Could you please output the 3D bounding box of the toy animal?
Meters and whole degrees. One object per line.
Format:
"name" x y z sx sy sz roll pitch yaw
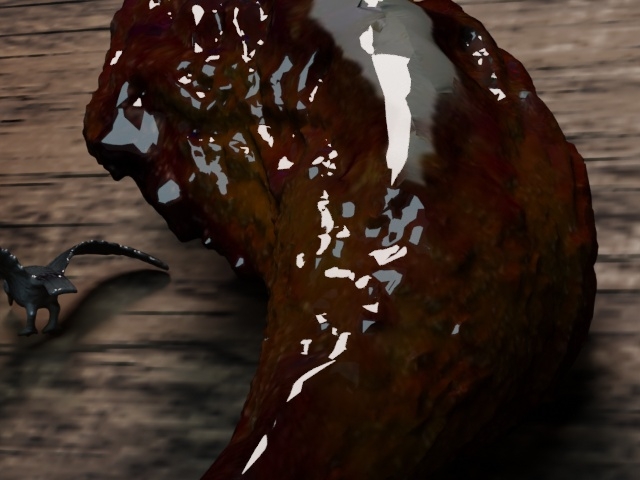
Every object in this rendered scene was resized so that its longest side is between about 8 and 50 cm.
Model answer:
"toy animal" -0.098 0.017 0.606 0.084 0.050 0.028 -4 64 -37

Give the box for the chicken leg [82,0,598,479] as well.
"chicken leg" 0.000 0.000 0.502 0.157 0.096 0.407 1 36 2
